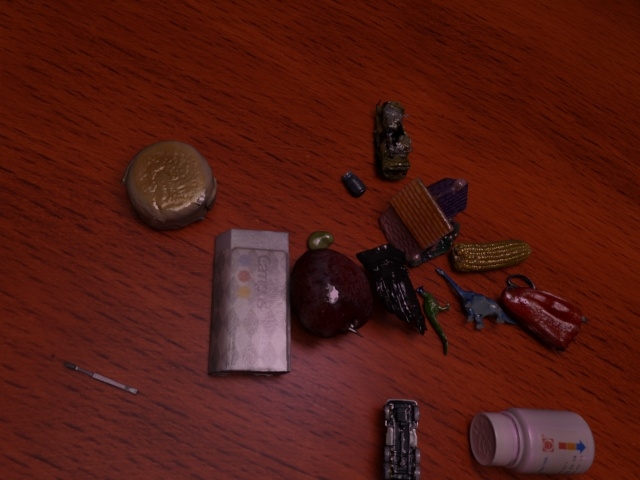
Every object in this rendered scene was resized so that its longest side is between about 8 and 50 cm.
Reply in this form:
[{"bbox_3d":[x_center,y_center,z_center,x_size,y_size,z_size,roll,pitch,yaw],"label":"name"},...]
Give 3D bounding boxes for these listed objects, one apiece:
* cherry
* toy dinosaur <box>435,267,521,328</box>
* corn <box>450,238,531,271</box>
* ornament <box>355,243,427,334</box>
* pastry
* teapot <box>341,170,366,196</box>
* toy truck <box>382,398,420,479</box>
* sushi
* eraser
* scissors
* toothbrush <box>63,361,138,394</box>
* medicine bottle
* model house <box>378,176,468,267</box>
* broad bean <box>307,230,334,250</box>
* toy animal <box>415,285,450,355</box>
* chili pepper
[{"bbox_3d":[0.025,0.141,1.411,0.230,0.203,0.301,-9,57,-34],"label":"cherry"},{"bbox_3d":[0.485,0.206,1.569,0.328,0.076,0.144,31,32,1],"label":"toy dinosaur"},{"bbox_3d":[0.549,0.044,1.647,0.291,0.101,0.101,-6,70,-20],"label":"corn"},{"bbox_3d":[0.216,0.149,1.454,0.106,0.251,0.261,-25,71,20],"label":"ornament"},{"bbox_3d":[-0.425,-0.155,1.458,0.264,0.133,0.265,5,68,-11],"label":"pastry"},{"bbox_3d":[0.114,-0.186,1.653,0.063,0.049,0.083,-35,80,-24],"label":"teapot"},{"bbox_3d":[0.211,0.539,1.346,0.097,0.114,0.227,0,66,9],"label":"toy truck"},{"bbox_3d":[0.254,-0.339,1.711,0.139,0.131,0.291,5,59,-10],"label":"sushi"},{"bbox_3d":[-0.191,0.166,1.414,0.212,0.082,0.398,4,67,-13],"label":"eraser"},{"bbox_3d":[0.736,0.202,1.666,0.299,0.022,0.109,24,68,-5],"label":"scissors"},{"bbox_3d":[-0.551,0.344,1.286,0.194,0.017,0.014,24,70,-6],"label":"toothbrush"},{"bbox_3d":[0.573,0.546,1.400,0.292,0.170,0.170,7,67,-12],"label":"medicine bottle"},{"bbox_3d":[0.345,-0.072,1.561,0.236,0.237,0.203,-21,73,-21],"label":"model house"},{"bbox_3d":[0.000,0.000,1.554,0.083,0.045,0.063,-21,85,-13],"label":"broad bean"},{"bbox_3d":[0.363,0.231,1.546,0.074,0.041,0.217,-22,76,-2],"label":"toy animal"},{"bbox_3d":[0.675,0.211,1.582,0.252,0.136,0.144,36,106,-3],"label":"chili pepper"}]
